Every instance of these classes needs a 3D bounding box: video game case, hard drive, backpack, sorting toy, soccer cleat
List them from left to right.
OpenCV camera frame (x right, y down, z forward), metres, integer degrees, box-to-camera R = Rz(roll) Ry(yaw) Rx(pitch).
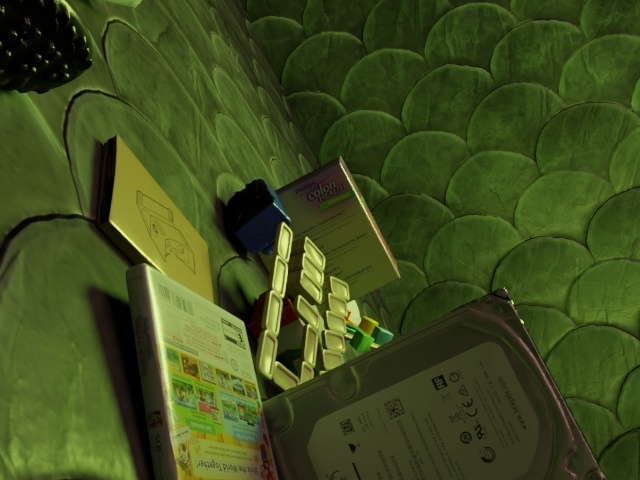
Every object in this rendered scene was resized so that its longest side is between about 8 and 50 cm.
[{"bbox_3d":[-0.292,-0.220,0.517,0.117,0.108,0.318,61,9,18],"label":"soccer cleat"},{"bbox_3d":[-0.111,0.151,0.673,0.227,0.026,0.207,50,22,-62],"label":"video game case"},{"bbox_3d":[-0.107,-0.039,1.150,0.101,0.098,0.120,55,2,-36],"label":"backpack"},{"bbox_3d":[0.079,0.177,1.365,0.195,0.047,0.347,29,0,-22],"label":"sorting toy"},{"bbox_3d":[0.104,0.229,0.742,0.237,0.338,0.064,67,11,18],"label":"hard drive"}]

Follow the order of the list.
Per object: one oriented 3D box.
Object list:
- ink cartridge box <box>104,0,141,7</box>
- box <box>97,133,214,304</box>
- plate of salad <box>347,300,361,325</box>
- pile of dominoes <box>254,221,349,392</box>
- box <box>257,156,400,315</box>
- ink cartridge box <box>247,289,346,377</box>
[{"bbox_3d":[-0.380,-0.468,0.924,0.238,0.060,0.275,-11,73,-56],"label":"ink cartridge box"},{"bbox_3d":[-0.186,-0.005,0.785,0.201,0.021,0.164,57,10,-40],"label":"box"},{"bbox_3d":[0.036,0.144,1.655,0.200,0.048,0.200,50,15,-19],"label":"plate of salad"},{"bbox_3d":[-0.029,0.115,0.932,0.196,0.040,0.251,49,35,-40],"label":"pile of dominoes"},{"bbox_3d":[0.000,0.000,1.276,0.243,0.213,0.117,61,8,-11],"label":"box"},{"bbox_3d":[-0.038,0.147,1.033,0.231,0.078,0.134,62,9,-12],"label":"ink cartridge box"}]
